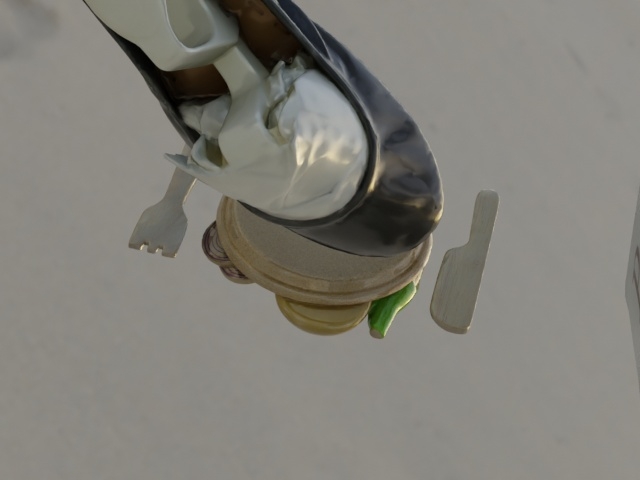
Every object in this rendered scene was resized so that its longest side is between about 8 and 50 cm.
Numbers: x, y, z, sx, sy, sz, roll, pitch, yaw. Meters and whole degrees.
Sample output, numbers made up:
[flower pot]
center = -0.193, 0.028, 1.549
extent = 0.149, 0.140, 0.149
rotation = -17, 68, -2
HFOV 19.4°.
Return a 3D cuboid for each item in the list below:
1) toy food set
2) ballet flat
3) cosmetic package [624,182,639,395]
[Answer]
[toy food set]
center = 0.000, 0.000, 1.060
extent = 0.192, 0.038, 0.132
rotation = 15, 45, 7
[ballet flat]
center = -0.049, -0.080, 0.855
extent = 0.280, 0.095, 0.096
rotation = 48, 26, -17
[cosmetic package]
center = 0.276, 0.023, 0.516
extent = 0.393, 0.327, 0.329
rotation = -84, 177, -53
